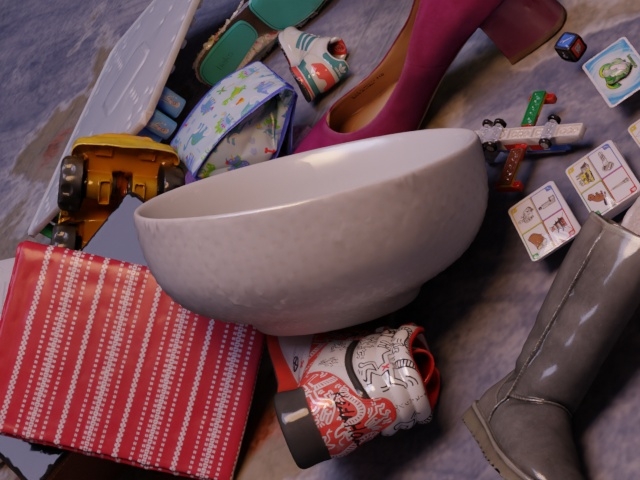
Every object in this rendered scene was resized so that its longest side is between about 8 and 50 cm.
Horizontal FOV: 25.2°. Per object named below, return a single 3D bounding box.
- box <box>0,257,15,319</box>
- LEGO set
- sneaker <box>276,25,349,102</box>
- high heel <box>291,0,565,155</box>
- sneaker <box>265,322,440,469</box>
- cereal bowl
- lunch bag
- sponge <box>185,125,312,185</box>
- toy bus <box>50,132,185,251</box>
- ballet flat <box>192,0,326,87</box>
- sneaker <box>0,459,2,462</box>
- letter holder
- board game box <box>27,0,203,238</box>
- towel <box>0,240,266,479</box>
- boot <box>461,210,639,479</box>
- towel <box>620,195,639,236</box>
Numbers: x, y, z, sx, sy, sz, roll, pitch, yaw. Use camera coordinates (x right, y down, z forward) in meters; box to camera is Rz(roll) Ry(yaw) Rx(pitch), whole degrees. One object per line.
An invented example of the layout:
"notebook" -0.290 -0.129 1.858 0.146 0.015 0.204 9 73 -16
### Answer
"box" -0.386 0.094 1.812 0.170 0.091 0.130 -11 36 1
"LEGO set" 0.242 -0.094 1.332 0.182 0.060 0.244 -35 39 13
"sneaker" -0.004 -0.233 1.799 0.075 0.057 0.161 -27 32 5
"high heel" 0.064 -0.200 1.529 0.377 0.181 0.127 -38 32 19
"sneaker" 0.031 0.119 1.322 0.145 0.090 0.270 -20 15 1
"cereal bowl" 0.000 0.000 1.347 0.339 0.141 0.339 -12 9 2
"lunch bag" -0.093 -0.134 1.687 0.151 0.096 0.129 -56 29 7
"sponge" -0.095 -0.089 1.766 0.210 0.031 0.117 6 61 55
"toy bus" -0.249 -0.046 1.751 0.211 0.149 0.220 -106 24 -63
"ballet flat" -0.081 -0.302 1.940 0.241 0.091 0.077 -37 20 17
"sneaker" -0.460 0.215 1.856 0.271 0.100 0.108 9 54 49
"letter holder" -0.210 0.136 1.576 0.152 0.214 0.302 38 87 28
"board game box" -0.256 -0.219 2.026 0.390 0.050 0.390 -36 30 49
"towel" -0.199 0.121 1.436 0.031 0.275 0.199 77 -154 -81
"boot" 0.204 0.093 1.098 0.208 0.076 0.189 -52 29 8
"towel" 0.369 -0.075 1.118 0.282 0.049 0.187 -53 29 -5
